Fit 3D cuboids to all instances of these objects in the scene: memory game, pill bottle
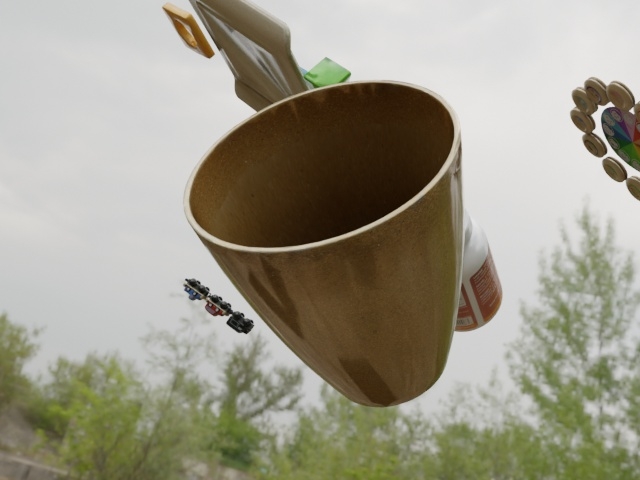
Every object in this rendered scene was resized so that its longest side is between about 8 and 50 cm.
[{"bbox_3d":[0.350,-0.107,1.001,0.186,0.012,0.186,51,-8,10],"label":"memory game"},{"bbox_3d":[0.191,0.033,1.293,0.121,0.121,0.216,8,-30,26],"label":"pill bottle"}]

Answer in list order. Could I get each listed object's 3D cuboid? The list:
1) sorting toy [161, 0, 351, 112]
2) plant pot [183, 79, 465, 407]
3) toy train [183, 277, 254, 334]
[{"bbox_3d":[-0.059,-0.199,0.966,0.348,0.047,0.196,39,-15,32],"label":"sorting toy"},{"bbox_3d":[0.034,0.024,0.805,0.237,0.237,0.254,6,-45,32],"label":"plant pot"},{"bbox_3d":[-0.184,0.117,1.568,0.158,0.036,0.027,34,-2,20],"label":"toy train"}]
